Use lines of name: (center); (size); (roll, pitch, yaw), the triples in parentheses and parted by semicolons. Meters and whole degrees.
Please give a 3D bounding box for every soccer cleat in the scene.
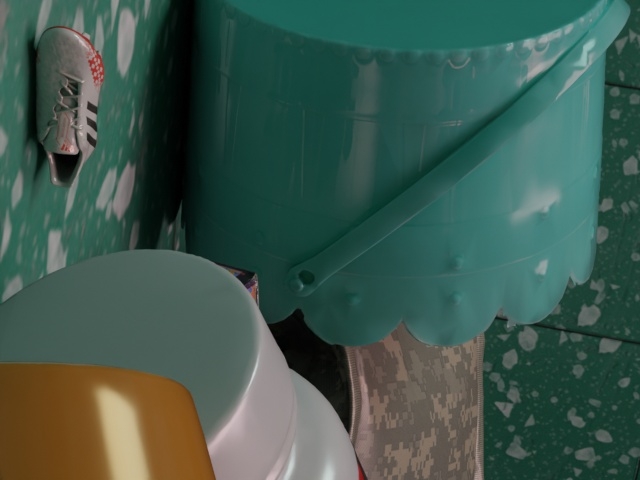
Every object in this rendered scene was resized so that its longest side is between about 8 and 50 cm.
soccer cleat: (-0.108, -0.057, 0.755); (0.083, 0.029, 0.035); (99, 1, -54)

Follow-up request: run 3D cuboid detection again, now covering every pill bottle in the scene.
pill bottle: (-0.047, 0.150, 0.760); (0.161, 0.161, 0.283); (-74, 153, -43)

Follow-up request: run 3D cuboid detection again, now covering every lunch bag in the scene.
lunch bag: (0.006, 0.152, 1.211); (0.235, 0.169, 0.287); (-2, 105, -60)

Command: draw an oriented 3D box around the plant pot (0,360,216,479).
plant pot: (-0.098, 0.140, 0.525); (0.205, 0.205, 0.187); (75, 10, -75)

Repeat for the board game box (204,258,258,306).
board game box: (-0.083, 0.113, 0.894); (0.141, 0.048, 0.170); (-39, 134, -54)

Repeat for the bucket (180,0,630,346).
bucket: (0.046, -0.086, 1.053); (0.281, 0.281, 0.183); (-70, 165, -55)
